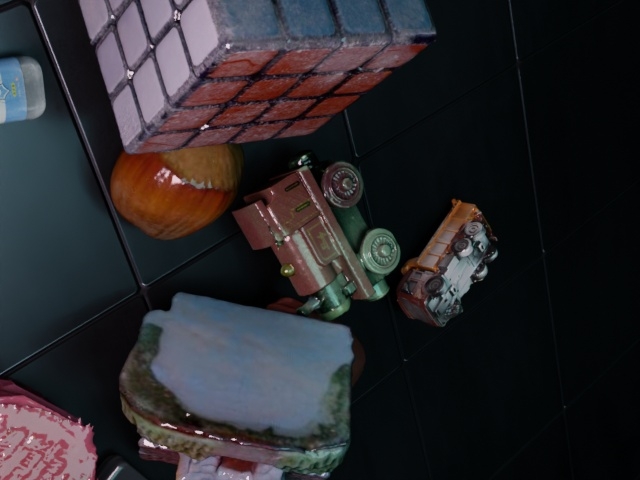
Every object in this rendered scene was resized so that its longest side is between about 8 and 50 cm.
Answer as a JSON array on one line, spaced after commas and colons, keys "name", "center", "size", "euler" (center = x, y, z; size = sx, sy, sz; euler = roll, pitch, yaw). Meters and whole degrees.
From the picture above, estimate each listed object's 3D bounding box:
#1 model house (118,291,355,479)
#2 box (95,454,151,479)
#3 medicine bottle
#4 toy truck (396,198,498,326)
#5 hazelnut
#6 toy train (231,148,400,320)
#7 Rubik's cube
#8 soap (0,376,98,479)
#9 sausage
[{"name": "model house", "center": [-0.155, 0.316, 1.507], "size": [0.360, 0.297, 0.339], "euler": [11, 129, -8]}, {"name": "box", "center": [-0.374, 0.490, 1.556], "size": [0.230, 0.050, 0.160], "euler": [-50, 131, -17]}, {"name": "medicine bottle", "center": [-0.478, -0.197, 1.241], "size": [0.208, 0.053, 0.090], "euler": [-16, 113, -37]}, {"name": "toy truck", "center": [0.268, 0.047, 1.933], "size": [0.270, 0.135, 0.114], "euler": [-54, 129, -21]}, {"name": "hazelnut", "center": [-0.211, -0.093, 1.425], "size": [0.210, 0.186, 0.210], "euler": [-7, 99, -56]}, {"name": "toy train", "center": [0.000, 0.000, 1.626], "size": [0.221, 0.150, 0.304], "euler": [-36, 102, -30]}, {"name": "Rubik's cube", "center": [-0.107, -0.342, 1.256], "size": [0.344, 0.343, 0.337], "euler": [-12, 80, -38]}, {"name": "soap", "center": [-0.456, 0.308, 1.354], "size": [0.289, 0.112, 0.182], "euler": [39, 76, -31]}, {"name": "sausage", "center": [-0.026, 0.200, 1.704], "size": [0.279, 0.152, 0.152], "euler": [35, 80, -43]}]
